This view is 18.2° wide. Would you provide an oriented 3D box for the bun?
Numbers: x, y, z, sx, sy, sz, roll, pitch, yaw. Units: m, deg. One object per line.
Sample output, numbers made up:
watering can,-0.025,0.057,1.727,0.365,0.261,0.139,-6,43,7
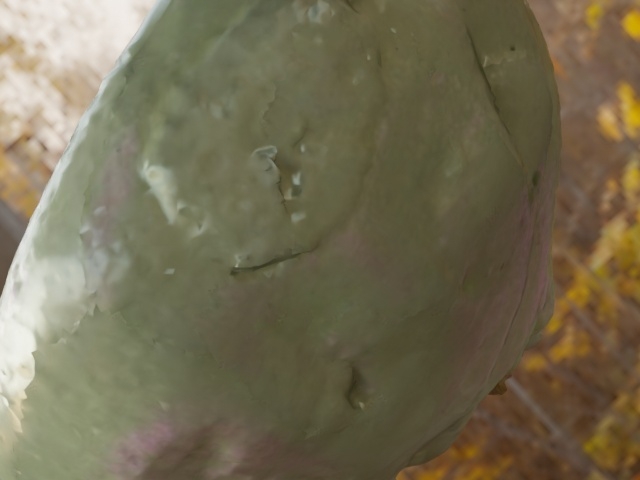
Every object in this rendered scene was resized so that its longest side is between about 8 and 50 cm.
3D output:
bun,0.000,0.000,0.742,0.293,0.187,0.293,-63,0,1
